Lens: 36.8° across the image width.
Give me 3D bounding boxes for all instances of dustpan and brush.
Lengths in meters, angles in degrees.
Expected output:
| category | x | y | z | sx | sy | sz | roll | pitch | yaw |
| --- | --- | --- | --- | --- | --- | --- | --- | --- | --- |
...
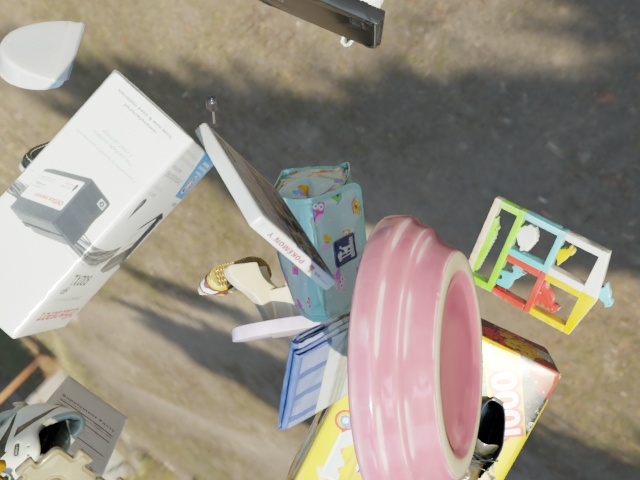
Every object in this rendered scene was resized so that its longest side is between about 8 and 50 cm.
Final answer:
| category | x | y | z | sx | sy | sz | roll | pitch | yaw |
| --- | --- | --- | --- | --- | --- | --- | --- | --- | --- |
| dustpan and brush | -0.502 | -0.302 | 1.574 | 0.211 | 0.147 | 0.060 | 6 | 144 | -3 |

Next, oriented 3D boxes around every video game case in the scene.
| category | x | y | z | sx | sy | sz | roll | pitch | yaw |
| --- | --- | --- | --- | --- | --- | --- | --- | --- | --- |
| video game case | -0.071 | -0.043 | 1.238 | 0.183 | 0.023 | 0.201 | 43 | -170 | -48 |

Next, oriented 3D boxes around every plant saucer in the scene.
| category | x | y | z | sx | sy | sz | roll | pitch | yaw |
| --- | --- | --- | --- | --- | --- | --- | --- | --- | --- |
| plant saucer | 0.119 | 0.135 | 1.071 | 0.084 | 0.332 | 0.332 | -2 | 138 | 20 |

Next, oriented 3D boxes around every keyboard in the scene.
| category | x | y | z | sx | sy | sz | roll | pitch | yaw |
| --- | --- | --- | --- | --- | --- | --- | --- | --- | --- |
| keyboard | -0.069 | -0.329 | 1.168 | 0.317 | 0.033 | 0.201 | 24 | 177 | 4 |

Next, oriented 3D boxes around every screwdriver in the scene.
| category | x | y | z | sx | sy | sz | roll | pitch | yaw |
| --- | --- | --- | --- | --- | --- | --- | --- | --- | --- |
| screwdriver | -0.205 | -0.247 | 1.819 | 0.170 | 0.024 | 0.025 | 149 | 98 | -83 |

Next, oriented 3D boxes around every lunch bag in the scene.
| category | x | y | z | sx | sy | sz | roll | pitch | yaw |
| --- | --- | --- | --- | --- | --- | --- | --- | --- | --- |
| lunch bag | 0.000 | 0.000 | 1.633 | 0.262 | 0.160 | 0.223 | -89 | -8 | -74 |

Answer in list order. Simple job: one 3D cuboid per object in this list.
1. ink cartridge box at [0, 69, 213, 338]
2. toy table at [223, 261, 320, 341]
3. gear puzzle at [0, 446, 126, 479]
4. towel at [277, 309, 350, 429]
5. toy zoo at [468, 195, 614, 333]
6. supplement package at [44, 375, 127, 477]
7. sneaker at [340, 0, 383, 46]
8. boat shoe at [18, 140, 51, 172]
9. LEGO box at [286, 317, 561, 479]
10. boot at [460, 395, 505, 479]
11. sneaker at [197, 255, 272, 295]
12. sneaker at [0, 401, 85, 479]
| category | x | y | z | sx | sy | sz | roll | pitch | yaw |
| --- | --- | --- | --- | --- | --- | --- | --- | --- | --- |
| ink cartridge box | -0.288 | -0.037 | 1.186 | 0.129 | 0.307 | 0.223 | 42 | 179 | 1 |
| toy table | -0.075 | 0.118 | 2.026 | 0.252 | 0.274 | 0.160 | -18 | 79 | 40 |
| gear puzzle | -0.311 | 0.327 | 1.104 | 0.044 | 0.175 | 0.339 | 43 | 172 | 47 |
| towel | 0.059 | 0.154 | 1.409 | 0.034 | 0.285 | 0.209 | 46 | 146 | 29 |
| toy zoo | 0.447 | 0.058 | 1.921 | 0.293 | 0.030 | 0.192 | 30 | 116 | 21 |
| supplement package | -0.563 | 0.458 | 2.081 | 0.175 | 0.177 | 0.293 | 38 | -169 | -10 |
| sneaker | 0.080 | -0.434 | 1.849 | 0.054 | 0.061 | 0.152 | 23 | 138 | -6 |
| boat shoe | -0.430 | -0.183 | 1.835 | 0.114 | 0.303 | 0.091 | 41 | 128 | 26 |
| LEGO box | 0.197 | 0.375 | 1.959 | 0.373 | 0.500 | 0.193 | 25 | -169 | -1 |
| boot | 0.218 | 0.331 | 1.450 | 0.082 | 0.219 | 0.106 | 22 | 160 | 1 |
| sneaker | -0.200 | 0.086 | 2.223 | 0.084 | 0.186 | 0.069 | -35 | 69 | 44 |
| sneaker | -0.455 | 0.361 | 1.392 | 0.146 | 0.330 | 0.122 | -8 | 128 | 28 |
